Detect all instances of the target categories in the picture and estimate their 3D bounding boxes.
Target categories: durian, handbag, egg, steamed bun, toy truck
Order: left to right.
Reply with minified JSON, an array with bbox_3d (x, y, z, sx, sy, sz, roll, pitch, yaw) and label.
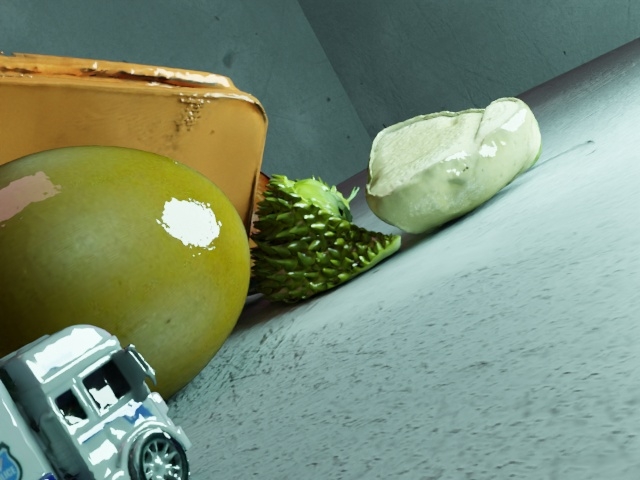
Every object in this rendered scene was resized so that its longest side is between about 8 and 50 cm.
[{"bbox_3d":[-0.197,0.136,0.441,0.124,0.155,0.268,-26,5,29],"label":"toy truck"},{"bbox_3d":[-0.238,0.048,0.833,0.351,0.282,0.282,-25,4,-17],"label":"egg"},{"bbox_3d":[-0.273,-0.061,1.008,0.410,0.303,0.116,-1,24,-30],"label":"handbag"},{"bbox_3d":[-0.009,-0.002,1.111,0.169,0.157,0.355,6,13,-9],"label":"durian"},{"bbox_3d":[0.164,-0.084,1.012,0.212,0.110,0.231,-19,26,19],"label":"steamed bun"}]

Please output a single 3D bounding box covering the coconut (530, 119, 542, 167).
[{"bbox_3d":[0.246,-0.124,1.089,0.088,0.096,0.088,3,-2,0],"label":"coconut"}]

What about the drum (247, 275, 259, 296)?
[{"bbox_3d":[-0.131,0.082,1.253,0.253,0.049,0.130,-18,11,46],"label":"drum"}]

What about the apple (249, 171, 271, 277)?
[{"bbox_3d":[-0.188,-0.032,1.625,0.251,0.206,0.272,-15,34,-25],"label":"apple"}]
